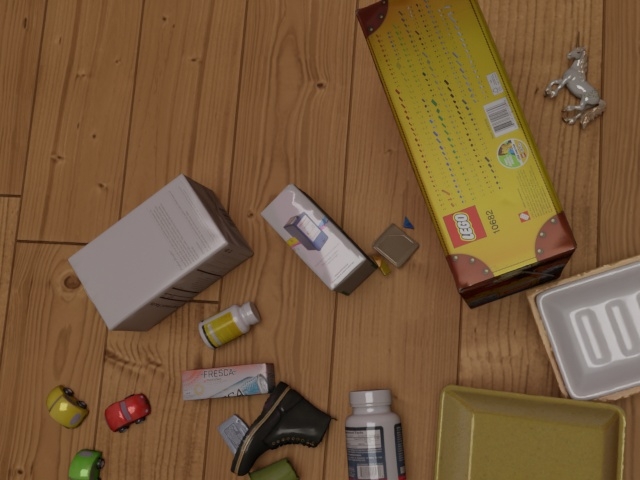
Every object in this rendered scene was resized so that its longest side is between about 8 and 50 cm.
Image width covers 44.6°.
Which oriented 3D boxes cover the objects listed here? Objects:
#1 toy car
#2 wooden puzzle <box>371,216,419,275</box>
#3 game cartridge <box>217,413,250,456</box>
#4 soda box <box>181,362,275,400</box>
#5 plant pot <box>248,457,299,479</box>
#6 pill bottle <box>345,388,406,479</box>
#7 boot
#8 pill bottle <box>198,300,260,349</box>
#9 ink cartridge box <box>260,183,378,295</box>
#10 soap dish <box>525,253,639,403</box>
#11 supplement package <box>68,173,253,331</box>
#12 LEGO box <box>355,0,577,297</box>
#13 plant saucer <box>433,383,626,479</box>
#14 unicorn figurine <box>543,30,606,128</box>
[{"bbox_3d":[-0.483,0.422,1.626,0.239,0.053,0.225,4,82,14],"label":"toy car"},{"bbox_3d":[0.148,0.011,1.555,0.116,0.014,0.078,-39,78,-15],"label":"wooden puzzle"},{"bbox_3d":[-0.165,0.397,1.577,0.056,0.017,0.083,-38,75,8],"label":"game cartridge"},{"bbox_3d":[-0.186,0.285,1.577,0.183,0.058,0.063,-8,80,12],"label":"soda box"},{"bbox_3d":[-0.087,0.465,1.521,0.079,0.083,0.083,-34,75,-6],"label":"plant pot"},{"bbox_3d":[0.101,0.373,1.471,0.108,0.108,0.180,-6,80,12],"label":"pill bottle"},{"bbox_3d":[-0.072,0.391,1.513,0.137,0.077,0.198,29,76,11],"label":"boot"},{"bbox_3d":[-0.184,0.170,1.591,0.116,0.065,0.065,-28,76,8],"label":"pill bottle"},{"bbox_3d":[0.000,0.000,1.528,0.093,0.154,0.212,-43,76,5],"label":"ink cartridge box"},{"bbox_3d":[0.543,0.156,1.398,0.291,0.118,0.229,-19,78,9],"label":"soap dish"},{"bbox_3d":[-0.320,0.033,1.586,0.293,0.175,0.177,-35,77,6],"label":"supplement package"},{"bbox_3d":[0.258,-0.155,1.382,0.193,0.372,0.500,-21,77,10],"label":"LEGO box"},{"bbox_3d":[0.366,0.438,1.377,0.333,0.081,0.332,1,81,33],"label":"plant saucer"},{"bbox_3d":[0.494,-0.303,1.518,0.111,0.060,0.162,-35,92,5],"label":"unicorn figurine"}]
